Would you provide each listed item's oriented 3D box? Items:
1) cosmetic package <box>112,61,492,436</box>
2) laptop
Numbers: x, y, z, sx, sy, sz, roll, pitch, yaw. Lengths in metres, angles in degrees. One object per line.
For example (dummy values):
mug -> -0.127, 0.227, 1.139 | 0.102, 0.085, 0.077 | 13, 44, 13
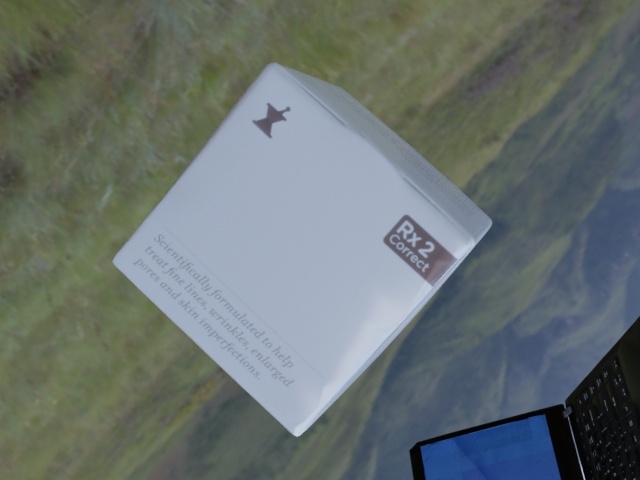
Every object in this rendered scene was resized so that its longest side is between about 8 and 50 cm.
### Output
cosmetic package -> 0.000, 0.000, 0.648 | 0.151, 0.151, 0.183 | -50, 172, 11
laptop -> 0.190, 0.218, 0.851 | 0.264, 0.136, 0.234 | 111, -23, -51
